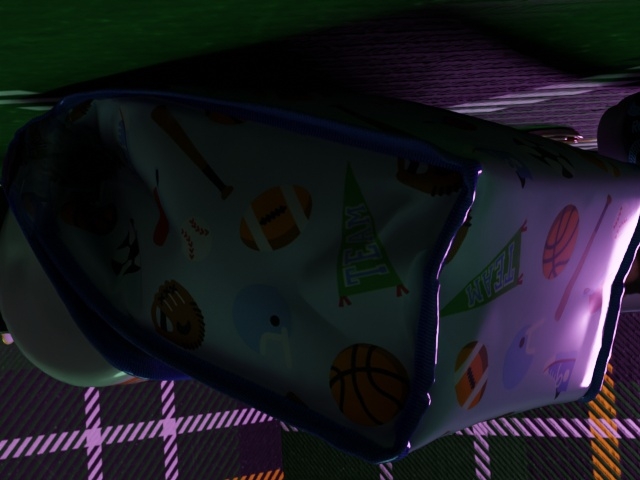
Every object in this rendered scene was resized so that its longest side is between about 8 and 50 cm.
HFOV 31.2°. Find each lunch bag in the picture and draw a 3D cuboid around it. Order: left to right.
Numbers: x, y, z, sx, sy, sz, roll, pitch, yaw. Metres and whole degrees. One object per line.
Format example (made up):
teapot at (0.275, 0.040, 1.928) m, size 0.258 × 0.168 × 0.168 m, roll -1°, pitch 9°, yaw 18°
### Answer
lunch bag at (0.000, 0.000, 0.868) m, size 0.386 × 0.238 × 0.328 m, roll 20°, pitch -170°, yaw 32°

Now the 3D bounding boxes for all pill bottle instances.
pill bottle at (-0.127, 0.032, 1.207) m, size 0.224 × 0.224 × 0.392 m, roll -6°, pitch 175°, yaw 28°

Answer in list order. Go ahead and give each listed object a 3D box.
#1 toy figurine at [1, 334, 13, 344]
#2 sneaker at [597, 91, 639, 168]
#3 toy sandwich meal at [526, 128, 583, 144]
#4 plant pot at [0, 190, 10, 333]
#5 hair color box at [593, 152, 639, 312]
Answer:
toy figurine at (-0.399, 0.004, 1.578) m, size 0.217 × 0.191 × 0.362 m, roll -36°, pitch 159°, yaw 13°
sneaker at (0.403, -0.074, 0.916) m, size 0.341 × 0.125 × 0.140 m, roll -3°, pitch 174°, yaw -14°
toy sandwich meal at (0.223, -0.091, 1.153) m, size 0.086 × 0.029 × 0.085 m, roll -3°, pitch 176°, yaw 0°
plant pot at (-0.429, 0.031, 1.345) m, size 0.188 × 0.166 × 0.188 m, roll -2°, pitch 175°, yaw -15°
hair color box at (0.224, -0.004, 1.278) m, size 0.375 × 0.185 × 0.114 m, roll 0°, pitch 174°, yaw -40°
